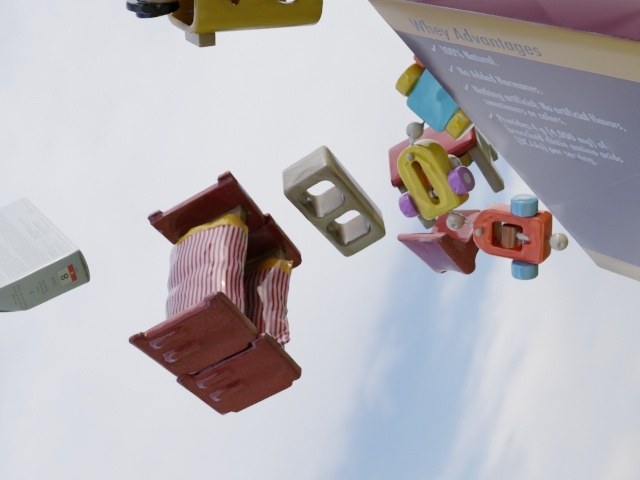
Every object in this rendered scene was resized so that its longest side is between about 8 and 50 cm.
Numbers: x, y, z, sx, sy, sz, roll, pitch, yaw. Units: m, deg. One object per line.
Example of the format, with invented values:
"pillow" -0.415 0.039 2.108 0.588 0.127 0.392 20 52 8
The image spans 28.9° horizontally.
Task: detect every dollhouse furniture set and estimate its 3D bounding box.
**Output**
"dollhouse furniture set" 0.000 0.000 1.283 0.152 0.374 0.201 47 -155 -33

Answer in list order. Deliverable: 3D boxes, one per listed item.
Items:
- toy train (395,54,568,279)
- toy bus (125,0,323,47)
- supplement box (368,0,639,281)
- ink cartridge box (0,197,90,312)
"toy train" 0.112 -0.060 0.843 0.046 0.125 0.166 -34 -57 -51
"toy bus" -0.096 -0.217 1.037 0.191 0.202 0.104 -42 -44 -61
"supplement box" 0.158 -0.065 0.435 0.194 0.191 0.129 42 -102 -40
"ink cartridge box" -0.327 0.035 1.178 0.179 0.145 0.045 -29 -54 -20
